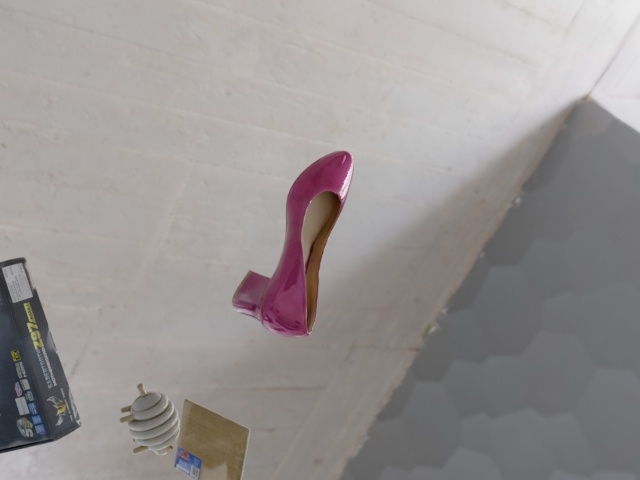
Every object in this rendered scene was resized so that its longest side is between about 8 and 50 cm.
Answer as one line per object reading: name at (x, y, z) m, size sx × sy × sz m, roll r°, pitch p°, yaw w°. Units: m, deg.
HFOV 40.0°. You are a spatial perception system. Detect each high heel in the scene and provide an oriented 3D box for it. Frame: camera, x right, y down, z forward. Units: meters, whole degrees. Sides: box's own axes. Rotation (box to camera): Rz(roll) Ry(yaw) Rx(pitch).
high heel at (0.000, 0.000, 1.017) m, size 0.244 × 0.117 × 0.082 m, roll -54°, pitch 136°, yaw -21°

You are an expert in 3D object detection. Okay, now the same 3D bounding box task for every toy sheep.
toy sheep at (-0.271, 0.288, 1.408) m, size 0.091 × 0.091 × 0.132 m, roll -25°, pitch 115°, yaw -17°

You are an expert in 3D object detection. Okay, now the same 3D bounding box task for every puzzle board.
puzzle board at (-0.141, 0.270, 1.136) m, size 0.011 × 0.128 × 0.096 m, roll 4°, pitch 97°, yaw -47°

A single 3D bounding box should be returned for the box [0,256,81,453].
box at (-0.424, 0.155, 1.125) m, size 0.183 × 0.232 × 0.059 m, roll -15°, pitch -177°, yaw 27°
